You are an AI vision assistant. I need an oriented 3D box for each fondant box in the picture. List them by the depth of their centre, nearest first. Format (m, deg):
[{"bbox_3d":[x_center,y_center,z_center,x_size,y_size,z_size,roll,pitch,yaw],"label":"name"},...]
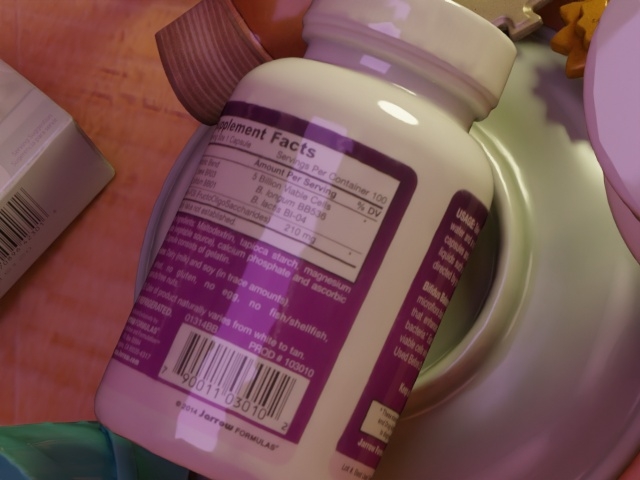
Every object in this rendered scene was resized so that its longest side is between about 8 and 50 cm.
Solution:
[{"bbox_3d":[-0.352,-0.069,1.391,0.330,0.096,0.238,37,81,28],"label":"fondant box"}]

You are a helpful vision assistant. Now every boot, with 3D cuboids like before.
[{"bbox_3d":[-0.035,-0.241,1.258,0.220,0.109,0.283,-31,59,21],"label":"boot"}]

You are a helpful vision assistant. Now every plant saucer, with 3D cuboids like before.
[{"bbox_3d":[0.041,0.018,1.218,0.400,0.100,0.400,-6,73,21],"label":"plant saucer"}]

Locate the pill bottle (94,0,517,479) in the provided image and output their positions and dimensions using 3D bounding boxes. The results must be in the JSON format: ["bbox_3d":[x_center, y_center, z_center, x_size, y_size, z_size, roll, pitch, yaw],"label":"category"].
[{"bbox_3d":[0.000,0.000,1.090,0.169,0.169,0.301,22,84,26],"label":"pill bottle"}]

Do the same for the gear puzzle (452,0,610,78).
[{"bbox_3d":[0.125,-0.221,1.240,0.175,0.044,0.339,-31,56,2],"label":"gear puzzle"}]

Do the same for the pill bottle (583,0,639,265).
[{"bbox_3d":[0.268,-0.030,0.989,0.204,0.361,0.204,-6,74,22],"label":"pill bottle"}]

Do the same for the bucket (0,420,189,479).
[{"bbox_3d":[-0.200,0.246,1.191,0.281,0.183,0.281,-5,79,27],"label":"bucket"}]
